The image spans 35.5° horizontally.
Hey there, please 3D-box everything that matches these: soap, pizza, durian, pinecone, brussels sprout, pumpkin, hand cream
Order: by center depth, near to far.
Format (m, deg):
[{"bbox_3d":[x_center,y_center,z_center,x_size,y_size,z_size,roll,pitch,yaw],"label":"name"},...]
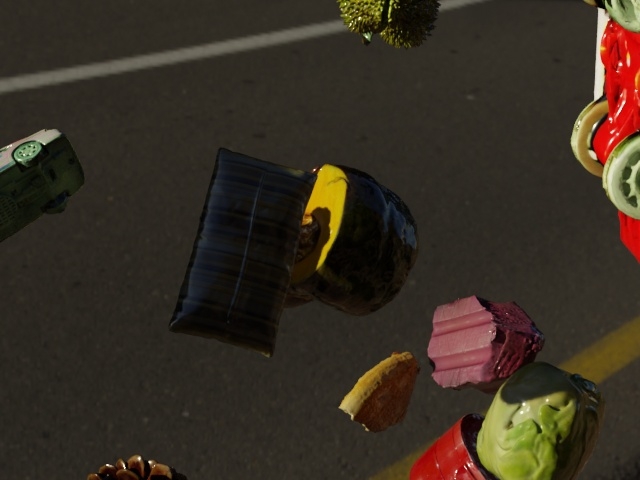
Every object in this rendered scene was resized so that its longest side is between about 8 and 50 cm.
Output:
[{"bbox_3d":[-0.001,-0.001,1.398,0.139,0.190,0.280,24,-15,-38],"label":"pumpkin"},{"bbox_3d":[0.340,0.289,1.510,0.223,0.223,0.161,-13,45,-29],"label":"brussels sprout"},{"bbox_3d":[0.117,-0.378,1.560,0.159,0.146,0.198,23,3,31],"label":"durian"},{"bbox_3d":[0.277,0.429,1.736,0.230,0.149,0.230,33,26,-19],"label":"hand cream"},{"bbox_3d":[-0.359,0.527,1.795,0.246,0.246,0.292,23,29,20],"label":"pinecone"},{"bbox_3d":[0.301,0.194,1.856,0.112,0.289,0.182,11,74,-16],"label":"soap"},{"bbox_3d":[0.126,0.300,1.925,0.062,0.161,0.182,20,61,47],"label":"pizza"}]

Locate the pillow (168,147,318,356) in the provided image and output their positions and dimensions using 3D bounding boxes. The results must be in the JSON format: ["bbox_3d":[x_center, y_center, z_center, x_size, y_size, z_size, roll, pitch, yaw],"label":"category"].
[{"bbox_3d":[-0.078,0.010,1.033,0.113,0.038,0.203,14,75,-7],"label":"pillow"}]

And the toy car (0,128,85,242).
[{"bbox_3d":[-0.385,-0.048,1.167,0.224,0.090,0.076,-36,49,-21],"label":"toy car"}]

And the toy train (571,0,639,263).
[{"bbox_3d":[0.185,-0.080,0.458,0.131,0.204,0.082,-9,26,1],"label":"toy train"}]
